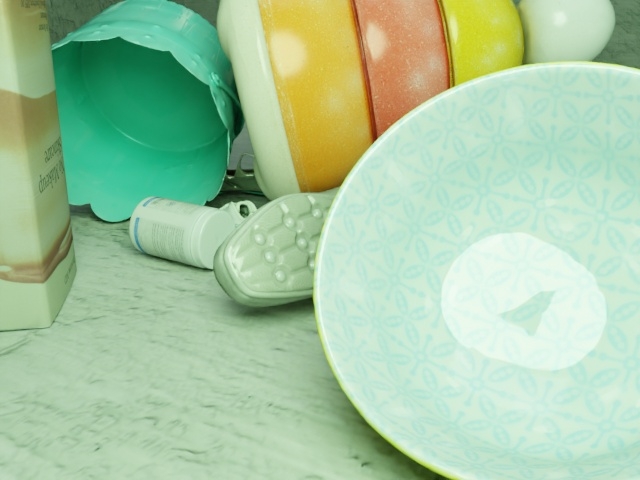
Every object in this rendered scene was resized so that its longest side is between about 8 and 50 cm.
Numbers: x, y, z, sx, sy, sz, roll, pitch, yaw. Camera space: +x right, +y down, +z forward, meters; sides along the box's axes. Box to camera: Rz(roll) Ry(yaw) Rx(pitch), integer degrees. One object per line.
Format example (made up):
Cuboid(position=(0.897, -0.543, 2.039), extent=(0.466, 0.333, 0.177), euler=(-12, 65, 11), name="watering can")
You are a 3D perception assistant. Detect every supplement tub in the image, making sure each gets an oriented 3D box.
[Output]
Cuboid(position=(-0.160, -0.010, 0.733), extent=(0.107, 0.071, 0.071), euler=(13, 23, 28), name="supplement tub")

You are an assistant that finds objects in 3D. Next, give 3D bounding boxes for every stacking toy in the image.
Cuboid(position=(0.130, -0.242, 0.817), extent=(0.480, 0.350, 0.350), euler=(-12, 20, 1), name="stacking toy")

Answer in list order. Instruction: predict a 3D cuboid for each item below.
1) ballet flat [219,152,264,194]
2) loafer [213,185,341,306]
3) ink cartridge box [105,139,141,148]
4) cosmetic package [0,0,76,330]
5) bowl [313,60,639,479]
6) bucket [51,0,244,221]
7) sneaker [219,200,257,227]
Cuboid(position=(-0.140, -0.105, 0.997), extent=(0.213, 0.068, 0.072), euler=(0, 20, -1), name="ballet flat")
Cuboid(position=(0.000, 0.000, 0.690), extent=(0.111, 0.112, 0.319), euler=(-30, -6, 40), name="loafer")
Cuboid(position=(-0.334, -0.150, 1.085), extent=(0.193, 0.088, 0.235), euler=(17, 27, 35), name="ink cartridge box")
Cuboid(position=(-0.317, -0.078, 0.587), extent=(0.129, 0.296, 0.153), euler=(-2, 22, -11), name="cosmetic package")
Cuboid(position=(0.156, 0.038, 0.446), extent=(0.289, 0.289, 0.156), euler=(13, -20, 31), name="bowl")
Cuboid(position=(-0.236, -0.174, 0.846), extent=(0.281, 0.281, 0.183), euler=(3, 39, 5), name="bucket")
Cuboid(position=(-0.104, -0.025, 0.792), extent=(0.054, 0.061, 0.152), euler=(-17, 25, -36), name="sneaker")
